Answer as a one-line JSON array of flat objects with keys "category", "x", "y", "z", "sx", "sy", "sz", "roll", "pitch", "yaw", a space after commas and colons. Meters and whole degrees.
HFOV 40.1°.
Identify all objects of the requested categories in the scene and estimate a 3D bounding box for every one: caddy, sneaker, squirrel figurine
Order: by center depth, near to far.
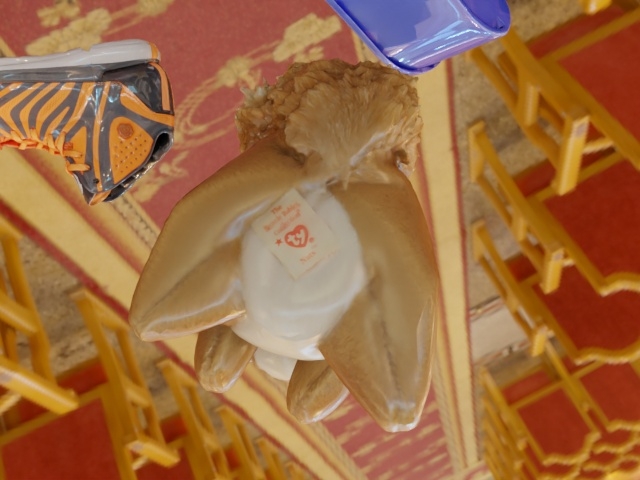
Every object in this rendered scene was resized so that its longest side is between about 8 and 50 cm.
[{"category": "squirrel figurine", "x": 0.000, "y": 0.000, "z": 0.974, "sx": 0.281, "sy": 0.397, "sz": 0.370, "roll": 12, "pitch": 170, "yaw": 6}, {"category": "caddy", "x": 0.087, "y": -0.351, "z": 1.024, "sx": 0.179, "sy": 0.241, "sz": 0.341, "roll": -10, "pitch": 143, "yaw": 41}, {"category": "sneaker", "x": -0.327, "y": -0.121, "z": 1.040, "sx": 0.321, "sy": 0.180, "sz": 0.124, "roll": -14, "pitch": 179, "yaw": -8}]
